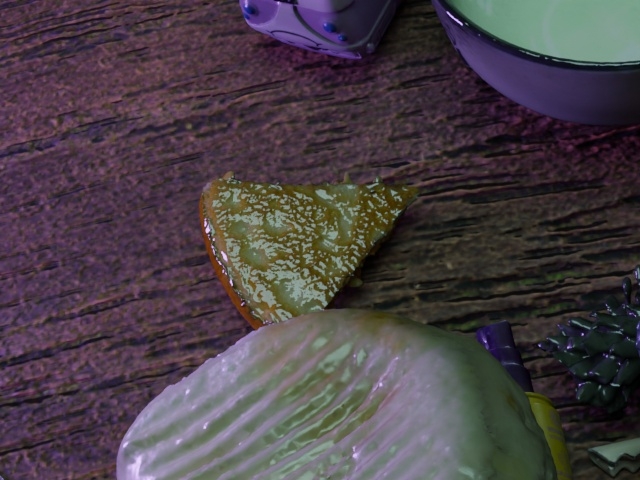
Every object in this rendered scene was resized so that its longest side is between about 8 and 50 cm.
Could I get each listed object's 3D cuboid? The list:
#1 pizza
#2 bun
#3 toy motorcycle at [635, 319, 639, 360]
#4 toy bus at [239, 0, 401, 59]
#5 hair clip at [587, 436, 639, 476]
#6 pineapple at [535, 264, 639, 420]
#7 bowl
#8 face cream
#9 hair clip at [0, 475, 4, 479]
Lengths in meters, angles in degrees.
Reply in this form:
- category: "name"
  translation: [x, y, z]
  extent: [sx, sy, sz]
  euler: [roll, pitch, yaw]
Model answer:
- category: "pizza"
  translation: [0.000, 0.000, 1.350]
  extent: [0.199, 0.062, 0.188]
  euler: [-22, 68, -10]
- category: "bun"
  translation: [0.017, 0.233, 1.085]
  extent: [0.365, 0.219, 0.365]
  euler: [-20, 49, 25]
- category: "toy motorcycle"
  translation: [0.308, 0.168, 1.108]
  extent: [0.159, 0.106, 0.270]
  euler: [1, 94, 15]
- category: "toy bus"
  translation: [0.016, -0.277, 1.471]
  extent: [0.142, 0.142, 0.202]
  euler: [18, 62, 21]
- category: "hair clip"
  translation: [0.327, 0.176, 1.184]
  extent: [0.226, 0.034, 0.072]
  euler: [12, 57, 20]
- category: "pineapple"
  translation: [0.316, 0.065, 1.197]
  extent: [0.279, 0.158, 0.158]
  euler: [-25, 56, 7]
- category: "bowl"
  translation: [0.267, -0.237, 1.369]
  extent: [0.354, 0.185, 0.354]
  euler: [-5, 57, 8]
- category: "face cream"
  translation: [0.159, 0.185, 1.184]
  extent: [0.078, 0.078, 0.273]
  euler: [-10, 57, 5]
- category: "hair clip"
  translation: [-0.320, 0.199, 1.305]
  extent: [0.054, 0.022, 0.137]
  euler: [-40, 59, -16]
